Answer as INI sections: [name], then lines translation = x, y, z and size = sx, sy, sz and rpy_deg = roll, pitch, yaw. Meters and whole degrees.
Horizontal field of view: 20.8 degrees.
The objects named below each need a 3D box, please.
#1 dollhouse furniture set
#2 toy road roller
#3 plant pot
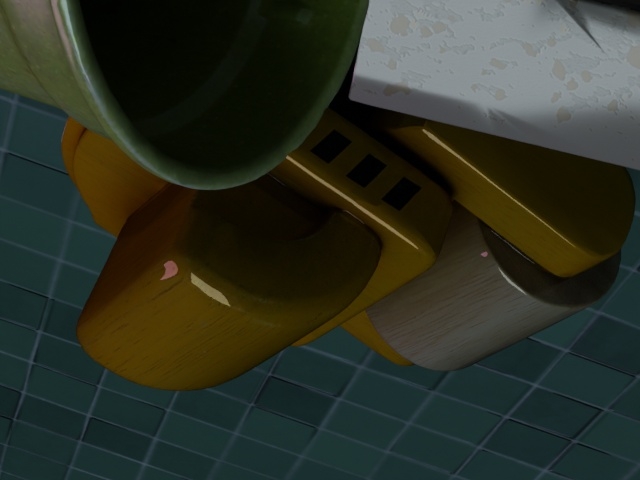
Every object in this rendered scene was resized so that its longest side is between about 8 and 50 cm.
[dollhouse furniture set]
translation = 0.142, -0.263, 0.683
size = 0.362, 0.256, 0.394
rpy_deg = 14, 126, 2
[toy road roller]
translation = 0.000, 0.000, 1.027
size = 0.329, 0.240, 0.202
rpy_deg = 34, 143, -17
[plant pot]
translation = -0.140, -0.179, 0.855
size = 0.254, 0.276, 0.276
rpy_deg = 11, 149, 29
